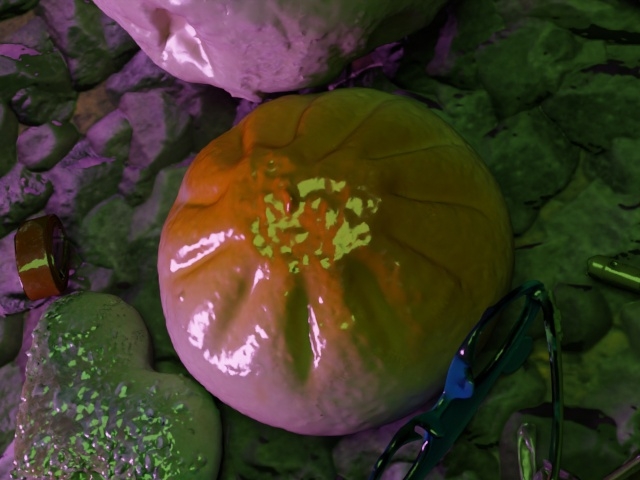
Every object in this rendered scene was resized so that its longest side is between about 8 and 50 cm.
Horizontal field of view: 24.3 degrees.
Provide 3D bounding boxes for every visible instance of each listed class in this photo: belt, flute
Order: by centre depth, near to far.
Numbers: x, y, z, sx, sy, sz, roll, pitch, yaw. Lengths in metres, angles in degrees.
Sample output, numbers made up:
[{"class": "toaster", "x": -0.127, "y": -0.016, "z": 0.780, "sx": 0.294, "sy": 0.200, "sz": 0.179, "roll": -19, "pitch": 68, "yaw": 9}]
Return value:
[{"class": "flute", "x": 0.317, "y": 0.056, "z": 1.160, "sx": 0.233, "sy": 0.027, "sz": 0.027, "roll": 20, "pitch": 74, "yaw": 22}, {"class": "belt", "x": -0.242, "y": 0.012, "z": 1.304, "sx": 0.036, "sy": 0.059, "sz": 0.083, "roll": -14, "pitch": 44, "yaw": 7}]

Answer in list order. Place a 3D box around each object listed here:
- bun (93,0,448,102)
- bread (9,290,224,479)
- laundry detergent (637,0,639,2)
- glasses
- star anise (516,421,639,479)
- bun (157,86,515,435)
[{"class": "bun", "x": -0.036, "y": -0.273, "z": 1.293, "sx": 0.360, "sy": 0.211, "sz": 0.359, "roll": -4, "pitch": 54, "yaw": 6}, {"class": "bread", "x": -0.188, "y": 0.145, "z": 1.234, "sx": 0.172, "sy": 0.064, "sz": 0.232, "roll": -38, "pitch": 62, "yaw": -6}, {"class": "laundry detergent", "x": 0.280, "y": -0.285, "z": 1.296, "sx": 0.097, "sy": 0.061, "sz": 0.206, "roll": -11, "pitch": 65, "yaw": 7}, {"class": "glasses", "x": 0.135, "y": 0.142, "z": 1.076, "sx": 0.239, "sy": 0.102, "sz": 0.207, "roll": -54, "pitch": 30, "yaw": -13}, {"class": "star anise", "x": 0.208, "y": 0.230, "z": 1.075, "sx": 0.230, "sy": 0.081, "sz": 0.262, "roll": -36, "pitch": 34, "yaw": -3}, {"class": "bun", "x": 0.000, "y": 0.000, "z": 1.191, "sx": 0.299, "sy": 0.165, "sz": 0.299, "roll": -6, "pitch": 64, "yaw": 12}]
